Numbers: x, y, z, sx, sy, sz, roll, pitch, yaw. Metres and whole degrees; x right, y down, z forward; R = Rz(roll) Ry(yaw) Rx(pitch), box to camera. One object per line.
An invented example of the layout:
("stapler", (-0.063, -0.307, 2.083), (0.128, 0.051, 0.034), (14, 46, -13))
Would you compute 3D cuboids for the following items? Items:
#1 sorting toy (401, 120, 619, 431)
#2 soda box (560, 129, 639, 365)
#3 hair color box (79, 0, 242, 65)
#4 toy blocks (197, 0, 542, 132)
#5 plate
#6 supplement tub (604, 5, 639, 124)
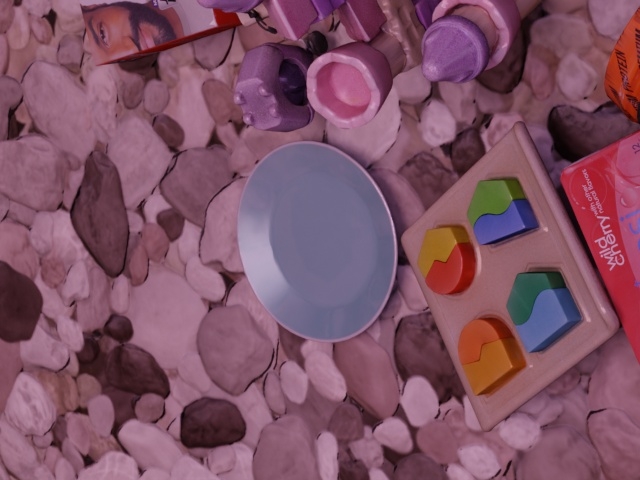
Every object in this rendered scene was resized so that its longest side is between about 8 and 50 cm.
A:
("sorting toy", (0.145, 0.034, 1.448), (0.208, 0.038, 0.193), (-49, 56, 48))
("soda box", (0.286, 0.043, 1.358), (0.092, 0.083, 0.263), (-28, 82, 39))
("hair color box", (-0.152, -0.229, 1.669), (0.167, 0.053, 0.093), (-13, 92, 41))
("toy blocks", (-0.029, -0.215, 1.394), (0.309, 0.260, 0.289), (-17, 109, 39))
("plate", (0.000, 0.000, 1.616), (0.188, 0.024, 0.188), (10, 107, 37))
("supplement tub", (0.368, -0.053, 1.191), (0.338, 0.207, 0.207), (45, 124, 23))
